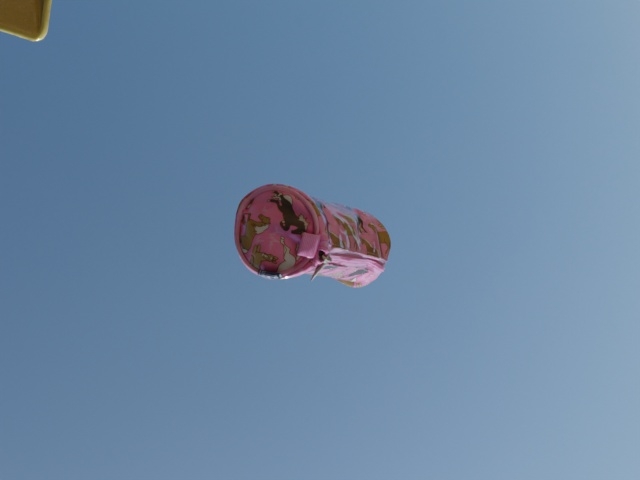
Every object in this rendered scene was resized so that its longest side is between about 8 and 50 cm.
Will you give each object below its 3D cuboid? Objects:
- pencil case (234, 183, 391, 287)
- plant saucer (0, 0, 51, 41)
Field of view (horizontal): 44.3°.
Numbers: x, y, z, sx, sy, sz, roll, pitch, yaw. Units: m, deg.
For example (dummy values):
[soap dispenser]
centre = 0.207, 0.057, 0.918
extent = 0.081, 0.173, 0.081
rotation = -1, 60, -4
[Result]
[pencil case]
centre = 0.000, 0.000, 1.396
extent = 0.386, 0.160, 0.167
rotation = 11, -118, -67
[plant saucer]
centre = -0.503, -0.488, 1.091
extent = 0.333, 0.333, 0.081
rotation = 17, -157, -1
